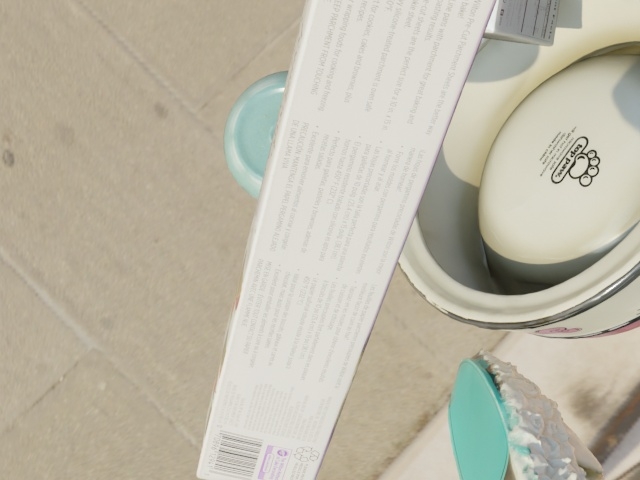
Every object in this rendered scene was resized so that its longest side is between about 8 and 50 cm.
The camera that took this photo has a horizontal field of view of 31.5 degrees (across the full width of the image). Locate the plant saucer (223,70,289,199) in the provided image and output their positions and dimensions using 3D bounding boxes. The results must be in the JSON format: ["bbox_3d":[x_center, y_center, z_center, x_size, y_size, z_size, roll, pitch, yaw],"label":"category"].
[{"bbox_3d":[-0.030,-0.089,0.969,0.119,0.021,0.119,-2,84,14],"label":"plant saucer"}]

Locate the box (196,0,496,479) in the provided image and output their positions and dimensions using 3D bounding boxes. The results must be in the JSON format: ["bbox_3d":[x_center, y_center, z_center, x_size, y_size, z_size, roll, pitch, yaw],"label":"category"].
[{"bbox_3d":[0.000,0.000,0.513,0.067,0.324,0.063,11,43,-5],"label":"box"}]

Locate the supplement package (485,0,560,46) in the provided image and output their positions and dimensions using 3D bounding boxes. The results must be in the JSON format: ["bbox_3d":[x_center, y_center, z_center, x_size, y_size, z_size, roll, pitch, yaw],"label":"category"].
[{"bbox_3d":[0.163,-0.254,1.120,0.105,0.179,0.105,12,100,26],"label":"supplement package"}]

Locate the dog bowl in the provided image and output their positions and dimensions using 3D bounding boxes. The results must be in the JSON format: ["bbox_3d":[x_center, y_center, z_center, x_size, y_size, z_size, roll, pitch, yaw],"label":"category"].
[{"bbox_3d":[0.264,-0.081,1.166,0.150,0.408,0.407,28,67,-38],"label":"dog bowl"}]

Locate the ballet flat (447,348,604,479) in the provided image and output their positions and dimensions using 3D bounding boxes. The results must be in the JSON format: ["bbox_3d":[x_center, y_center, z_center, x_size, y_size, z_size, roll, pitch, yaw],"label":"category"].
[{"bbox_3d":[0.220,0.260,1.079,0.147,0.409,0.146,-2,119,-4],"label":"ballet flat"}]
